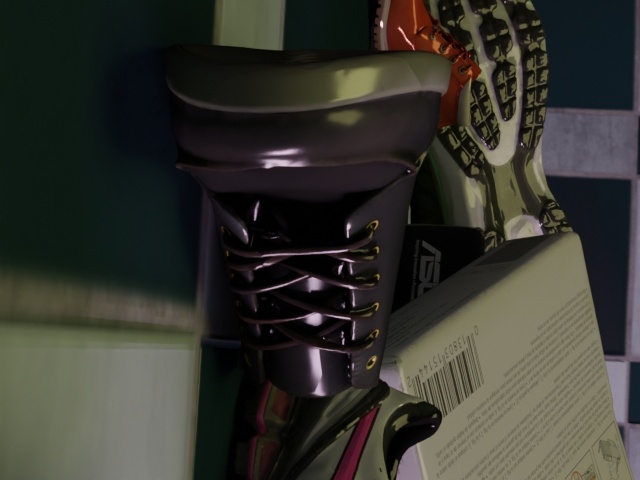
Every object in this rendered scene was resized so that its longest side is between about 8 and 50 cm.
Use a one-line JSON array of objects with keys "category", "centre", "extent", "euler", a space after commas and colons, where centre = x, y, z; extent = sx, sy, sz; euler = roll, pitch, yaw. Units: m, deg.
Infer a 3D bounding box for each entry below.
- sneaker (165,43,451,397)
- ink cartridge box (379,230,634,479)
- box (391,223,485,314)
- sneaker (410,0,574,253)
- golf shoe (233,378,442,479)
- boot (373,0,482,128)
[{"category": "sneaker", "centre": [0.000, 0.000, 0.414], "extent": [0.222, 0.083, 0.118], "euler": [-7, 99, -83]}, {"category": "ink cartridge box", "centre": [0.122, 0.154, 0.808], "extent": [0.296, 0.066, 0.261], "euler": [-25, 103, -56]}, {"category": "box", "centre": [0.077, 0.230, 0.976], "extent": [0.318, 0.097, 0.395], "euler": [78, 17, -62]}, {"category": "sneaker", "centre": [0.118, -0.084, 1.184], "extent": [0.182, 0.158, 0.410], "euler": [4, -73, 57]}, {"category": "golf shoe", "centre": [0.003, 0.132, 0.473], "extent": [0.067, 0.086, 0.186], "euler": [83, 14, -57]}, {"category": "boot", "centre": [0.082, -0.152, 0.951], "extent": [0.059, 0.085, 0.158], "euler": [-75, 164, -49]}]
